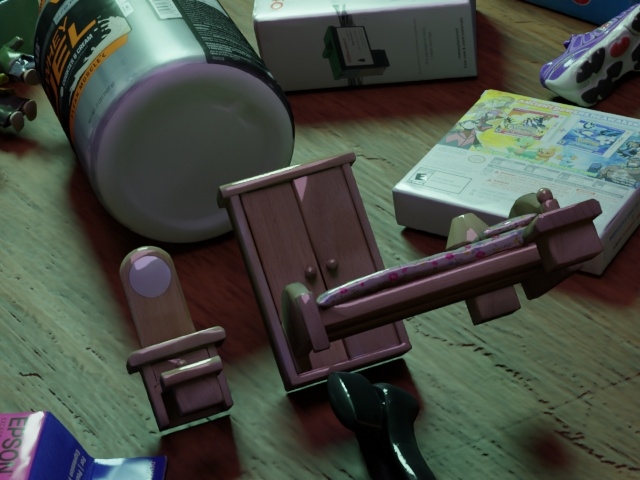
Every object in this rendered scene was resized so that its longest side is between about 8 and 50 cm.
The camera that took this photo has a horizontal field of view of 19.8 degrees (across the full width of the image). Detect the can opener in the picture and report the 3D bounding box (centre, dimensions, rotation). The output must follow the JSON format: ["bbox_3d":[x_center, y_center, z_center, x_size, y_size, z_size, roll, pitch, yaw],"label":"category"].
[{"bbox_3d":[0.055,0.169,1.355,0.073,0.059,0.186,3,36,-25],"label":"can opener"}]

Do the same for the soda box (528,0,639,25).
[{"bbox_3d":[0.262,-0.287,1.937,0.067,0.071,0.210,-33,42,-32],"label":"soda box"}]

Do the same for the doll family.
[{"bbox_3d":[-0.361,-0.131,1.857,0.111,0.076,0.193,23,49,31],"label":"doll family"}]

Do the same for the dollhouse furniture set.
[{"bbox_3d":[0.000,0.000,1.331,0.303,0.173,0.355,-17,-9,-10],"label":"dollhouse furniture set"}]

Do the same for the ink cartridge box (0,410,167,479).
[{"bbox_3d":[-0.309,0.211,1.373,0.371,0.069,0.175,-2,35,6],"label":"ink cartridge box"}]

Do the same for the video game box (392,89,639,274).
[{"bbox_3d":[0.198,-0.057,1.649,0.205,0.048,0.187,15,43,30],"label":"video game box"}]

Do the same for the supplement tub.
[{"bbox_3d":[-0.159,-0.151,1.735,0.194,0.193,0.316,-17,35,-12],"label":"supplement tub"}]

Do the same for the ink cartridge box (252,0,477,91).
[{"bbox_3d":[0.049,-0.236,1.893,0.219,0.092,0.160,-4,35,7],"label":"ink cartridge box"}]

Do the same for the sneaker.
[{"bbox_3d":[0.282,-0.196,1.812,0.170,0.068,0.071,-32,36,-29],"label":"sneaker"}]

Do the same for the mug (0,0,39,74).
[{"bbox_3d":[-0.378,-0.231,1.979,0.158,0.097,0.129,-2,36,10],"label":"mug"}]
